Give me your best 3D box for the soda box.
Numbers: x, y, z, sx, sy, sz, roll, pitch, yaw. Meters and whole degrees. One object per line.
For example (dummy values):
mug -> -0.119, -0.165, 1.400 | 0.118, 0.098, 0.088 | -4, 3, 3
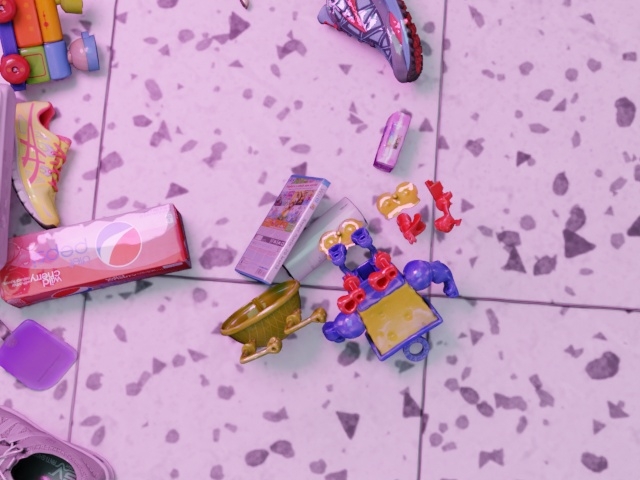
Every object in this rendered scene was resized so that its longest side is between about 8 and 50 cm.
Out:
soda box -> -0.323, 0.021, 1.443 | 0.263, 0.083, 0.092 | -13, 82, -2

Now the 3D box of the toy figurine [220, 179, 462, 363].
toy figurine -> 0.073, 0.110, 1.383 | 0.363, 0.191, 0.217 | -35, 116, 0

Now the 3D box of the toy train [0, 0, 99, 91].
toy train -> -0.409, -0.349, 1.459 | 0.143, 0.105, 0.248 | -12, 109, -14

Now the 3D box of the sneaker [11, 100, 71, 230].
sneaker -> -0.402, -0.116, 1.463 | 0.094, 0.081, 0.208 | -17, 77, -8

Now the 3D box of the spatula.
spatula -> -0.488, 0.104, 1.457 | 0.296, 0.030, 0.084 | 37, 86, 5

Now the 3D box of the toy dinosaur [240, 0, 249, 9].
toy dinosaur -> -0.206, -0.461, 1.518 | 0.268, 0.064, 0.118 | 27, 120, 3

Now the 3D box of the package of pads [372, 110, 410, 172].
package of pads -> 0.104, -0.144, 1.484 | 0.032, 0.050, 0.083 | 19, 82, -2

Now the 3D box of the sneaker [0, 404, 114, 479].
sneaker -> -0.423, 0.289, 1.385 | 0.281, 0.115, 0.105 | 15, 82, 3

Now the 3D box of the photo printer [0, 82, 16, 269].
photo printer -> -0.573, -0.092, 1.350 | 0.308, 0.107, 0.256 | 4, 87, -4

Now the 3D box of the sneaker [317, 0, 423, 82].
sneaker -> 0.063, -0.337, 1.505 | 0.125, 0.104, 0.261 | -27, 77, 14

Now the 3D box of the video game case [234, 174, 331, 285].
video game case -> -0.055, -0.018, 1.435 | 0.015, 0.119, 0.166 | 34, 82, -24

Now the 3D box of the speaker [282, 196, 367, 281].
speaker -> 0.000, 0.000, 1.460 | 0.136, 0.055, 0.055 | -40, 83, -5
